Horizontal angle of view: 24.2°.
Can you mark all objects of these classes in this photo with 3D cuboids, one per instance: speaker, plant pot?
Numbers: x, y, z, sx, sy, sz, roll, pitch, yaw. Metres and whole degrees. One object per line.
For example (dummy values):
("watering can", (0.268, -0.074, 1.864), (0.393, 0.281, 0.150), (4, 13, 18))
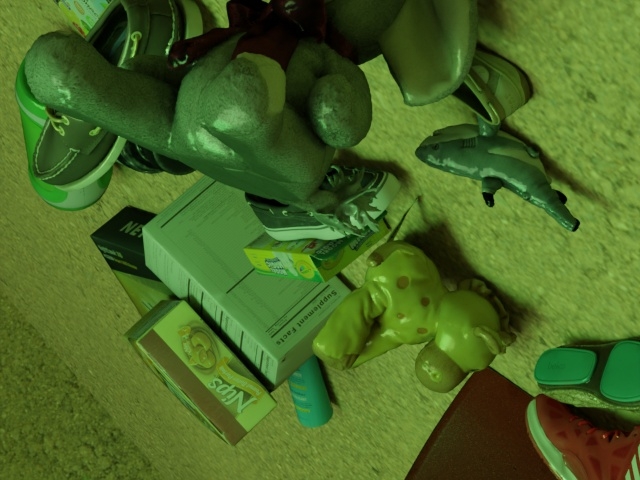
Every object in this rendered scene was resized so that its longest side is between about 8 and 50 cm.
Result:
("speaker", (-0.356, -0.154, 2.091), (0.131, 0.131, 0.296), (44, 158, 14))
("plant pot", (0.211, 0.354, 1.694), (0.267, 0.236, 0.267), (34, 154, 32))

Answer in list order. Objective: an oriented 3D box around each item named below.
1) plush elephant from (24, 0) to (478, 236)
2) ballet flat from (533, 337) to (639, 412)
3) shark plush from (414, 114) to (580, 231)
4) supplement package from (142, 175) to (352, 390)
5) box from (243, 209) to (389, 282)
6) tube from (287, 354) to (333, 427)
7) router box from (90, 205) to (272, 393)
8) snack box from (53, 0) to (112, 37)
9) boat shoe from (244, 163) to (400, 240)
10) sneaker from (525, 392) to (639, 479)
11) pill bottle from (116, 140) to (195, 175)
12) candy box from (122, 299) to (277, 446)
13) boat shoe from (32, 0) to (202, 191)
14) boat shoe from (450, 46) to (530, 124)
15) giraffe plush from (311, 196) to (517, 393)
("plush elephant", (-0.023, -0.172, 1.262), (0.272, 0.255, 0.330), (11, 169, 45))
("ballet flat", (0.288, 0.133, 1.436), (0.067, 0.073, 0.206), (28, 170, -23))
("shark plush", (0.164, -0.052, 1.341), (0.161, 0.067, 0.073), (43, 157, 15))
("supplement package", (-0.095, 0.049, 1.902), (0.244, 0.139, 0.134), (45, 162, 13))
("box", (0.000, 0.000, 1.689), (0.179, 0.105, 0.043), (2, 126, 61))
("tube", (-0.027, 0.175, 2.119), (0.080, 0.052, 0.207), (18, 137, 37))
("router box", (-0.190, 0.087, 2.229), (0.309, 0.081, 0.243), (16, 141, 54))
("snack box", (-0.281, -0.299, 1.827), (0.100, 0.037, 0.141), (49, 158, -2))
("boat shoe", (-0.007, -0.053, 1.617), (0.076, 0.080, 0.228), (45, 156, -22))
("sneaker", (0.301, 0.209, 1.525), (0.087, 0.128, 0.221), (20, -152, -38))
("pill bottle", (-0.228, -0.153, 1.852), (0.219, 0.123, 0.122), (25, 148, 46))
("candy box", (-0.169, 0.172, 2.014), (0.183, 0.087, 0.316), (48, 170, -6))
("boat shoe", (-0.258, -0.169, 1.718), (0.324, 0.097, 0.116), (-42, 56, 39))
("boat shoe", (0.112, -0.148, 1.308), (0.153, 0.048, 0.056), (35, 154, 31))
("giraffe plush", (0.116, 0.085, 1.584), (0.170, 0.181, 0.210), (36, 122, 7))
